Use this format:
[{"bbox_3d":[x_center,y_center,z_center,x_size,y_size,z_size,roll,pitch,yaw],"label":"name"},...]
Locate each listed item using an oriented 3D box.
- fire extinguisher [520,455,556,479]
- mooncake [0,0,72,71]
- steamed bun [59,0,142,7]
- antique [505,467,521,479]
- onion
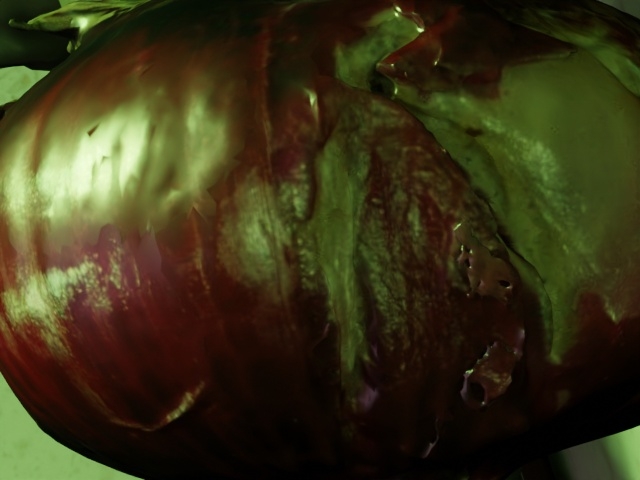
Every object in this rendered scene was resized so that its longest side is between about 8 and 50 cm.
[{"bbox_3d":[0.106,0.181,1.197,0.105,0.105,0.269,126,126,-80],"label":"fire extinguisher"},{"bbox_3d":[-0.132,-0.264,0.922,0.212,0.381,0.350,-9,112,45],"label":"mooncake"},{"bbox_3d":[-0.028,-0.251,0.716,0.219,0.310,0.324,10,122,43],"label":"steamed bun"},{"bbox_3d":[0.000,0.000,1.082,0.255,0.185,0.322,178,98,-68],"label":"antique"},{"bbox_3d":[0.025,0.014,0.703,0.314,0.314,0.232,141,121,-81],"label":"onion"}]
